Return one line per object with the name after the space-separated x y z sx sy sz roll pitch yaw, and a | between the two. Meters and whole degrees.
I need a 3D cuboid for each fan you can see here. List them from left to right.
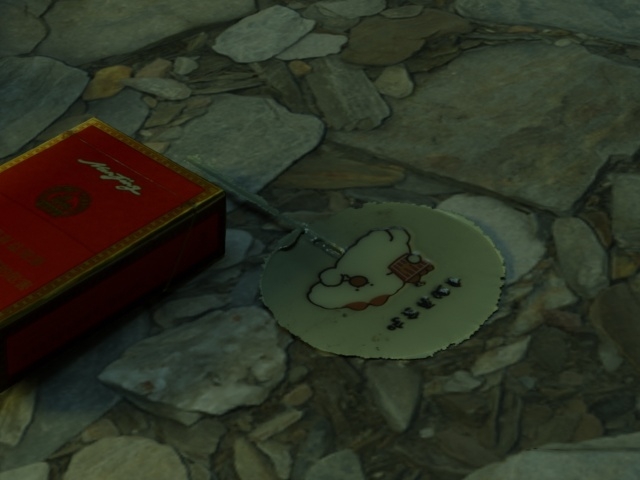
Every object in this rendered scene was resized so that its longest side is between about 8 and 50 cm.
0.000 0.001 1.357 0.329 0.009 0.191 30 49 35 | fan

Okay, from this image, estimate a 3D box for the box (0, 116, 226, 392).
-0.206 0.005 1.306 0.153 0.074 0.240 26 42 33 | box
